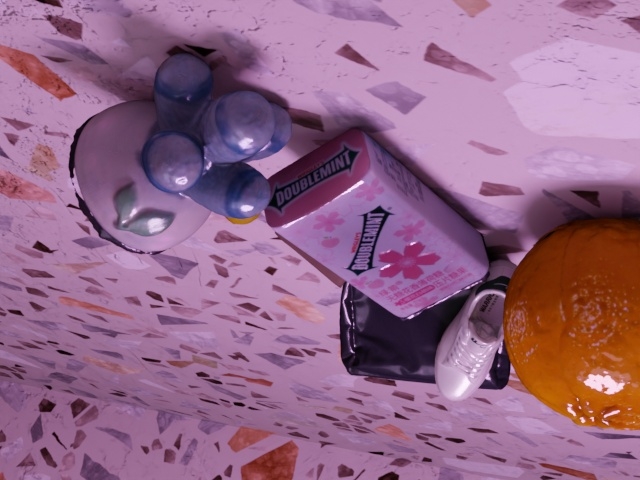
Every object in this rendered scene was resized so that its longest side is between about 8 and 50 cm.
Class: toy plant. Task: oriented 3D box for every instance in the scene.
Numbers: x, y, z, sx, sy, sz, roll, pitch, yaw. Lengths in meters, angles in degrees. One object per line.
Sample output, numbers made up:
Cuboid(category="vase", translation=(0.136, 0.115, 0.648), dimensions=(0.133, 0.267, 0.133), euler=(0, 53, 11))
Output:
Cuboid(category="toy plant", translation=(-0.174, -0.127, 1.748), dimensions=(0.247, 0.247, 0.332), euler=(28, 149, -32))

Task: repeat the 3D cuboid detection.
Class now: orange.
Cuboid(category="orange", translation=(0.434, 0.129, 1.858), dimensions=(0.340, 0.293, 0.340), euler=(12, 161, 4))

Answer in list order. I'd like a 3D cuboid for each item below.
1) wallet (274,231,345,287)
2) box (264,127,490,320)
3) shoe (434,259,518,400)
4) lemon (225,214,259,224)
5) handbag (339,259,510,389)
Cuboid(category="wallet", translation=(0.000, 0.000, 2.099), dimensions=(0.152, 0.039, 0.118), euler=(42, 144, 6))
Cuboid(category="box", translation=(0.094, -0.012, 1.913), dimensions=(0.190, 0.112, 0.369), euler=(-29, 139, 24))
Cuboid(category="shoe", translation=(0.248, 0.159, 2.039), dimensions=(0.095, 0.265, 0.110), euler=(22, -159, 5))
Cuboid(category="lemon", translation=(-0.133, -0.058, 2.087), dimensions=(0.092, 0.065, 0.065), euler=(-13, 147, 36))
Cuboid(category="handbag", translation=(0.191, 0.108, 2.197), dimensions=(0.301, 0.275, 0.178), euler=(6, -158, 16))
